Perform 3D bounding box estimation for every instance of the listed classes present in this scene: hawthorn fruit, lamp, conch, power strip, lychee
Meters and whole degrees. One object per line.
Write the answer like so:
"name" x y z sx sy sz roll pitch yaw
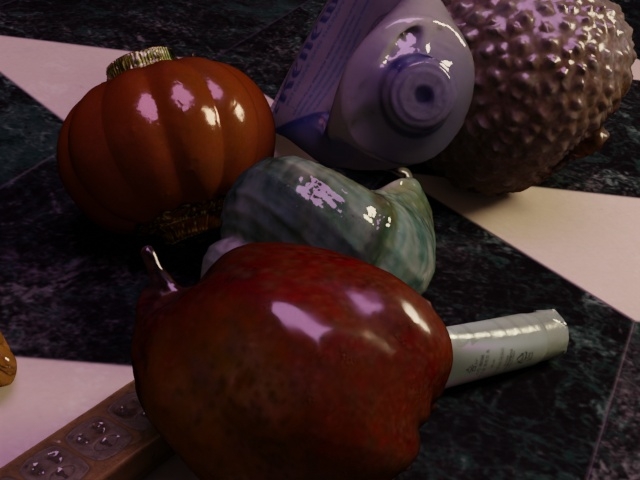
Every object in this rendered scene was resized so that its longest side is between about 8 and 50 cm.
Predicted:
"hawthorn fruit" -0.035 0.087 0.836 0.248 0.208 0.208 32 31 2
"lamp" -0.152 -0.091 1.139 0.223 0.223 0.197 -12 80 -35
"conch" 0.000 0.000 1.075 0.277 0.195 0.220 -33 21 -21
"power strip" -0.162 0.157 0.856 0.064 0.044 0.305 24 31 24
"lychee" 0.223 -0.200 1.347 0.300 0.300 0.300 8 29 -4

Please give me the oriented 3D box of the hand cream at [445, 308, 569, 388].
"hand cream" 0.143 0.101 1.037 0.204 0.078 0.050 -7 35 -38

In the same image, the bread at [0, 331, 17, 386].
"bread" -0.286 0.075 0.919 0.110 0.024 0.110 46 3 -4

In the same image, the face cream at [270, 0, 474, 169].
"face cream" 0.044 -0.189 1.263 0.137 0.235 0.420 25 7 -22
